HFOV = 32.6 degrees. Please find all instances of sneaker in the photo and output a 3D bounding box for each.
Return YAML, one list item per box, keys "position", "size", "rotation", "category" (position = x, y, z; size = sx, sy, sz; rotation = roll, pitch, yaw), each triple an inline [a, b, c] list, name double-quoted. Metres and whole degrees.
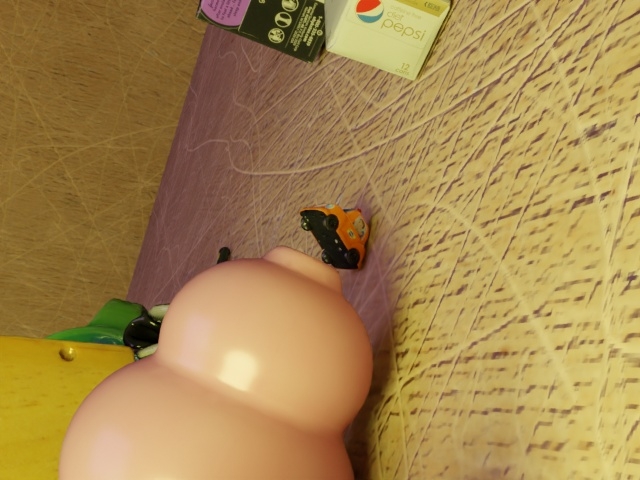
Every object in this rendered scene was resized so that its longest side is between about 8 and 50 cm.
- position: [-0.127, 0.114, 1.035]
  size: [0.228, 0.132, 0.086]
  rotation: [127, 160, -53]
  category: "sneaker"

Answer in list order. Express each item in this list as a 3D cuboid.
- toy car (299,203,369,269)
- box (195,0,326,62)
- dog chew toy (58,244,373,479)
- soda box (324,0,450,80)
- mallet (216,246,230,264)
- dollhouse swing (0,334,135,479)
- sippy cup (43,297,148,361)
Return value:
- position: [0.000, 0.000, 0.843]
  size: [0.040, 0.060, 0.122]
  rotation: [-44, 6, -27]
  category: "toy car"
- position: [-0.041, -0.350, 1.265]
  size: [0.270, 0.143, 0.165]
  rotation: [-90, 24, -54]
  category: "box"
- position: [-0.075, 0.160, 0.645]
  size: [0.331, 0.207, 0.206]
  rotation: [-66, 12, -6]
  category: "dog chew toy"
- position: [0.047, -0.213, 0.871]
  size: [0.216, 0.074, 0.069]
  rotation: [-91, 22, -55]
  category: "soda box"
- position: [-0.140, 0.087, 1.367]
  size: [0.189, 0.039, 0.062]
  rotation: [-81, 12, -52]
  category: "mallet"
- position: [-0.268, 0.305, 0.914]
  size: [0.305, 0.315, 0.346]
  rotation: [-51, 42, 40]
  category: "dollhouse swing"
- position: [-0.286, 0.245, 1.388]
  size: [0.305, 0.240, 0.224]
  rotation: [-40, -9, -18]
  category: "sippy cup"
